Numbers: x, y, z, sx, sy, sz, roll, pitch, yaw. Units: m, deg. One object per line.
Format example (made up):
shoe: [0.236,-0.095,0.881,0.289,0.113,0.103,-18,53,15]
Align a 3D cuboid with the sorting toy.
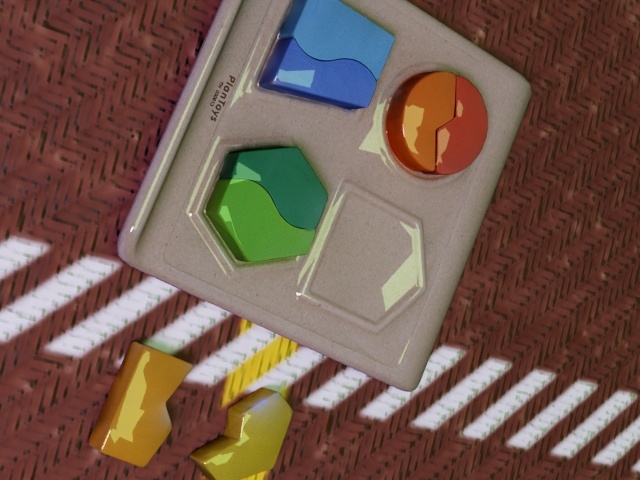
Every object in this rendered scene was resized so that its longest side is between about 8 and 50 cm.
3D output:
sorting toy: [0.000,0.000,0.713,0.229,0.041,0.307,28,79,-32]
